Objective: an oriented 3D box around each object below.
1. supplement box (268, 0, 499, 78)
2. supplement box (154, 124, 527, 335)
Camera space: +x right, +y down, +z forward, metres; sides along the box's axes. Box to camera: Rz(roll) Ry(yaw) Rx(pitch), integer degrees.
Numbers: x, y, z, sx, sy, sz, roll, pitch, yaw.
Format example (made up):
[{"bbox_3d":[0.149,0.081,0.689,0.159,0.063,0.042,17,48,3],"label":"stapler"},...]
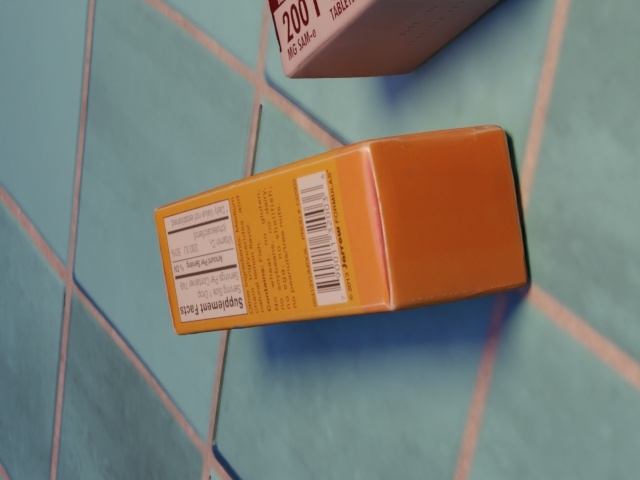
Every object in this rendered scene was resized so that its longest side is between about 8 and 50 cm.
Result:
[{"bbox_3d":[0.015,-0.208,0.689,0.130,0.073,0.239,-35,64,58],"label":"supplement box"},{"bbox_3d":[0.000,0.000,0.748,0.233,0.078,0.080,-8,91,61],"label":"supplement box"}]
